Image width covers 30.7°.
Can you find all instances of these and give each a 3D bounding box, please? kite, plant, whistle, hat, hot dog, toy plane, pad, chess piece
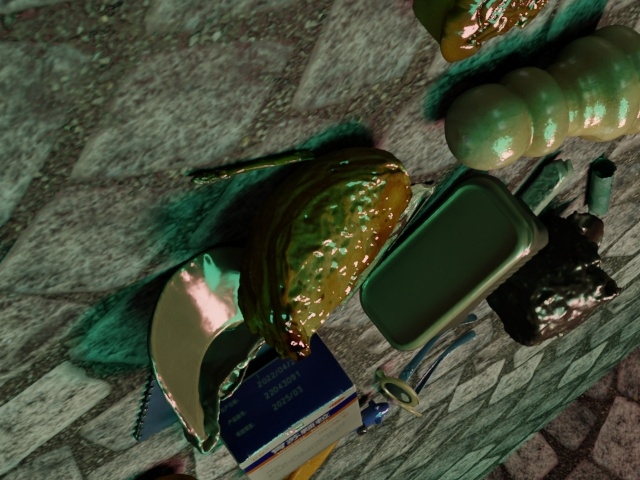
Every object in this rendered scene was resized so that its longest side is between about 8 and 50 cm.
[{"bbox_3d":[0.044,-0.001,1.504,0.268,0.013,0.323,-35,154,-10],"label":"kite"},{"bbox_3d":[0.392,0.062,1.935,0.234,0.178,0.204,-22,154,-19],"label":"plant"},{"bbox_3d":[0.464,-0.083,1.934,0.039,0.039,0.186,-35,158,-4],"label":"whistle"},{"bbox_3d":[-0.133,0.113,1.389,0.214,0.149,0.244,-46,121,-24],"label":"hat"},{"bbox_3d":[-0.004,0.001,1.297,0.259,0.114,0.175,-56,154,-22],"label":"hot dog"},{"bbox_3d":[0.067,0.348,2.187,0.167,0.054,0.062,-36,149,24],"label":"toy plane"},{"bbox_3d":[-0.124,0.162,1.593,0.269,0.012,0.269,-22,154,-31],"label":"pad"},{"bbox_3d":[0.266,-0.155,1.389,0.261,0.142,0.142,-22,155,-22],"label":"chess piece"}]

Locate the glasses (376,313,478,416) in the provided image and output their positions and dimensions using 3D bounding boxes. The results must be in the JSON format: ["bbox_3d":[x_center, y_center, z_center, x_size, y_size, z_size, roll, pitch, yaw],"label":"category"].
[{"bbox_3d":[0.216,0.237,2.143,0.220,0.088,0.189,-34,158,-7],"label":"glasses"}]

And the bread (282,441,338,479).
[{"bbox_3d":[-0.034,0.372,2.058,0.116,0.077,0.200,-13,147,-42],"label":"bread"}]

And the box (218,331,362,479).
[{"bbox_3d":[-0.049,0.267,1.761,0.200,0.106,0.299,-34,162,-8],"label":"box"}]

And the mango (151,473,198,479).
[{"bbox_3d":[-0.244,0.440,1.839,0.145,0.112,0.219,-31,162,-23],"label":"mango"}]

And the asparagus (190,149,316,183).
[{"bbox_3d":[-0.067,-0.076,1.197,0.166,0.013,0.016,-16,-168,-40],"label":"asparagus"}]

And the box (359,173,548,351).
[{"bbox_3d":[0.201,0.027,1.664,0.274,0.138,0.178,-44,163,24],"label":"box"}]

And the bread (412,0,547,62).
[{"bbox_3d":[0.162,-0.248,1.093,0.156,0.086,0.125,-32,156,-13],"label":"bread"}]

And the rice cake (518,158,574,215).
[{"bbox_3d":[0.304,-0.035,1.788,0.045,0.042,0.245,-29,161,-48],"label":"rice cake"}]
